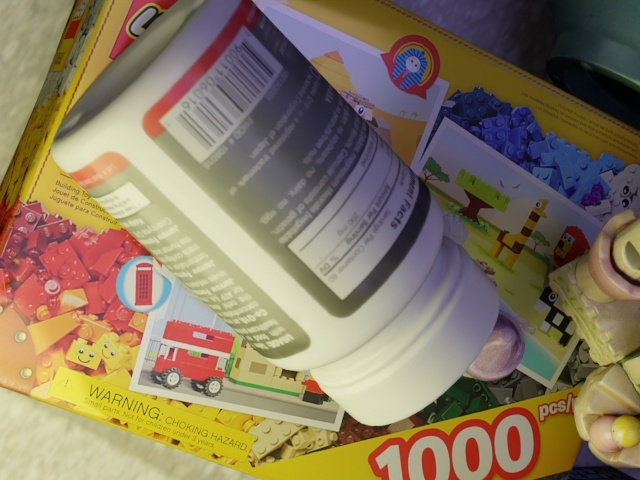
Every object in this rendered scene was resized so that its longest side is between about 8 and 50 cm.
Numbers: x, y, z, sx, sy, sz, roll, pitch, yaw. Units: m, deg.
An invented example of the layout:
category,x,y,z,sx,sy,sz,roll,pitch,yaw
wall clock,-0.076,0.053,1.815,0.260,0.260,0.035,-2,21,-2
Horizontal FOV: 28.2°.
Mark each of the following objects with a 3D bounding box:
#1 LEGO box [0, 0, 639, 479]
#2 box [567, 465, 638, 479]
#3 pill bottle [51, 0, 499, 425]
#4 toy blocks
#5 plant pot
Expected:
category,x,y,z,sx,sy,sz,roll,pitch,yaw
LEGO box,0.000,0.000,1.041,0.500,0.193,0.372,23,90,-21
box,0.247,0.381,1.135,0.177,0.279,0.290,2,96,-19
pill bottle,-0.023,-0.018,0.841,0.161,0.161,0.283,-48,109,-8
toy blocks,0.265,0.105,0.868,0.309,0.260,0.288,-28,84,-14
plant pot,0.313,-0.182,1.076,0.293,0.293,0.196,36,85,-20
